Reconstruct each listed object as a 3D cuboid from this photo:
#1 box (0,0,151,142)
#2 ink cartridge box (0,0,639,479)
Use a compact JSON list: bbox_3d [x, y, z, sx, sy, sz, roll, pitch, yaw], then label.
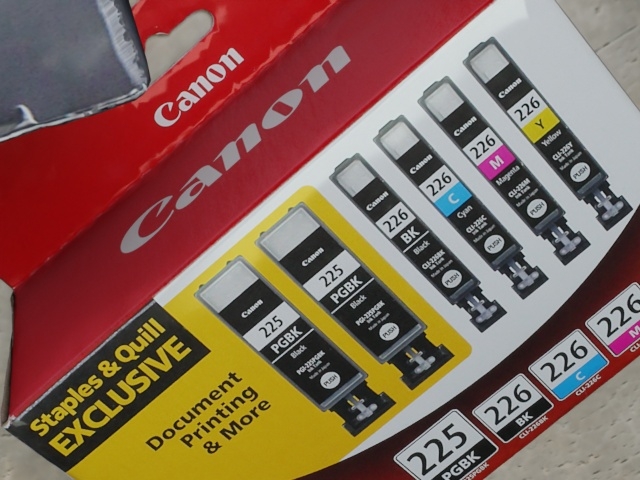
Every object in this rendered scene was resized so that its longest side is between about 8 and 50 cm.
[{"bbox_3d":[-0.232,-0.122,0.394,0.294,0.296,0.182,-20,120,-4],"label":"box"},{"bbox_3d":[0.000,0.000,0.611,0.309,0.130,0.272,-41,118,10],"label":"ink cartridge box"}]
